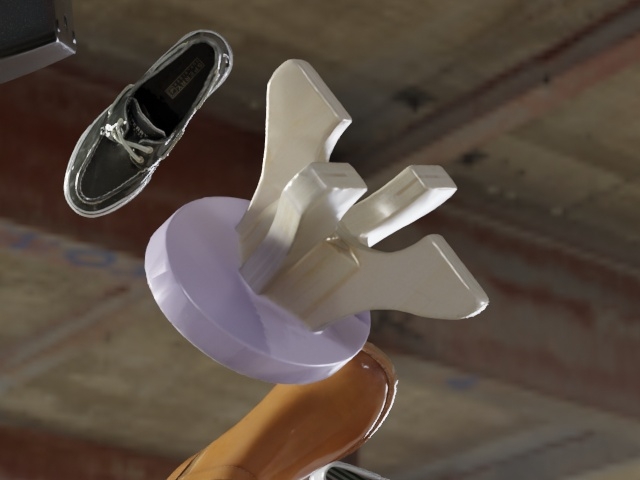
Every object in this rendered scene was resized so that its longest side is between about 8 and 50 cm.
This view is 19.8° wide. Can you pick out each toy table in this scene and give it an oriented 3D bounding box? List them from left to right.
[{"bbox_3d":[0.000,0.000,1.465,0.161,0.252,0.274,-43,-4,22],"label":"toy table"}]

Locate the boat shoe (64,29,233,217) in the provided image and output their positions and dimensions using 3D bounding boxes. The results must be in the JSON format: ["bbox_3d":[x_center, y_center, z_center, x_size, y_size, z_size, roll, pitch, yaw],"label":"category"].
[{"bbox_3d":[-0.168,-0.110,1.718,0.078,0.219,0.070,39,10,-3],"label":"boat shoe"}]

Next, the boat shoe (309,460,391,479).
[{"bbox_3d":[0.090,0.313,2.021,0.226,0.083,0.076,23,-14,-1],"label":"boat shoe"}]

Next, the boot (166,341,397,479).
[{"bbox_3d":[-0.065,0.212,1.729,0.283,0.109,0.220,-31,4,29],"label":"boot"}]

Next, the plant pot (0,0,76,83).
[{"bbox_3d":[-0.323,-0.234,1.719,0.167,0.187,0.188,-6,0,0],"label":"plant pot"}]
